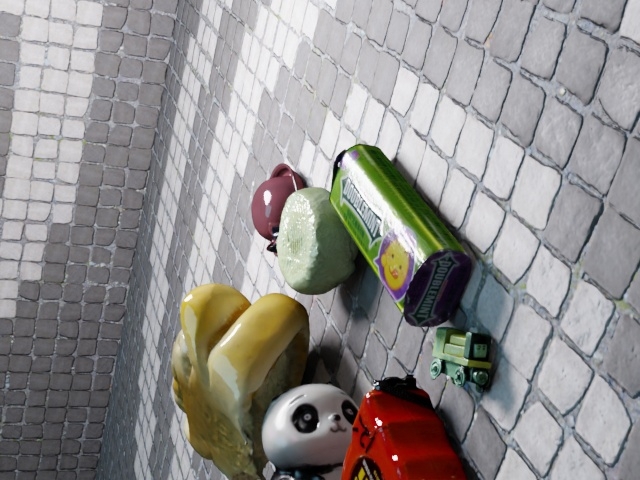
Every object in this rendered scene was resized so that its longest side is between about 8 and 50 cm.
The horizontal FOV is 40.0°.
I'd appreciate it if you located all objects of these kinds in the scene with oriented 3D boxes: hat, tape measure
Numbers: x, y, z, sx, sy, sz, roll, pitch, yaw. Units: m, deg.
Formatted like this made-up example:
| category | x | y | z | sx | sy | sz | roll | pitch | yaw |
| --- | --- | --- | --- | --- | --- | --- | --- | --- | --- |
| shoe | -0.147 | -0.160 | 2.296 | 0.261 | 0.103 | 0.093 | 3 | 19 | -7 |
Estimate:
| category | x | y | z | sx | sy | sz | roll | pitch | yaw |
| --- | --- | --- | --- | --- | --- | --- | --- | --- | --- |
| hat | -0.097 | -0.065 | 1.863 | 0.205 | 0.089 | 0.205 | -176 | 90 | -66 |
| tape measure | 0.117 | 0.366 | 1.253 | 0.253 | 0.114 | 0.260 | -115 | 33 | -49 |

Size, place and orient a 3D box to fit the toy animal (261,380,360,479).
| category | x | y | z | sx | sy | sz | roll | pitch | yaw |
| --- | --- | --- | --- | --- | --- | --- | --- | --- | --- |
| toy animal | -0.008 | 0.353 | 1.445 | 0.165 | 0.187 | 0.235 | -11 | 77 | 57 |

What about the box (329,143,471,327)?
| category | x | y | z | sx | sy | sz | roll | pitch | yaw |
| --- | --- | --- | --- | --- | --- | --- | --- | --- | --- |
| box | 0.109 | -0.020 | 1.359 | 0.345 | 0.097 | 0.134 | -119 | 39 | -53 |

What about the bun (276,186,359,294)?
| category | x | y | z | sx | sy | sz | roll | pitch | yaw |
| --- | --- | --- | --- | --- | --- | --- | --- | --- | --- |
| bun | 0.000 | 0.000 | 1.589 | 0.195 | 0.118 | 0.195 | 3 | 94 | 63 |

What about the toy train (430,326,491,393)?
| category | x | y | z | sx | sy | sz | roll | pitch | yaw |
| --- | --- | --- | --- | --- | --- | --- | --- | --- | --- |
| toy train | 0.193 | 0.161 | 1.197 | 0.122 | 0.050 | 0.081 | 178 | 104 | -68 |

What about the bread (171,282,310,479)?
| category | x | y | z | sx | sy | sz | roll | pitch | yaw |
| --- | --- | --- | --- | --- | --- | --- | --- | --- | --- |
| bread | -0.158 | 0.276 | 1.630 | 0.424 | 0.245 | 0.329 | 98 | -178 | -48 |
